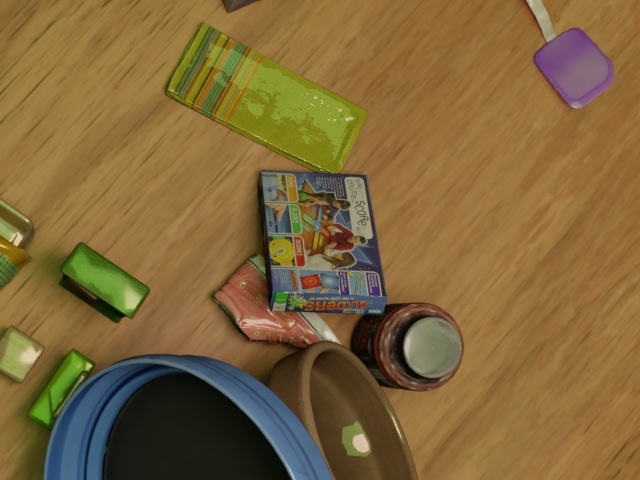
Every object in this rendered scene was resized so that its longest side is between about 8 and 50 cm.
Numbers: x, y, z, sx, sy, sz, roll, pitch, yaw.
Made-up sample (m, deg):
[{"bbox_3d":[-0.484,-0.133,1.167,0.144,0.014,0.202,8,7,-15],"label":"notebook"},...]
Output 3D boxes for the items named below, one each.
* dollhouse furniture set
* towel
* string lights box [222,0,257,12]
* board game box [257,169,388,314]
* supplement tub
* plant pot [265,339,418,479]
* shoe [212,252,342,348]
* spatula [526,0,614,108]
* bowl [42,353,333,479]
[{"bbox_3d":[-0.377,0.057,1.826,0.301,0.151,0.197,34,80,-6],"label":"dollhouse furniture set"},{"bbox_3d":[-0.064,-0.171,1.973,0.237,0.021,0.102,27,81,-8],"label":"towel"},{"bbox_3d":[-0.105,-0.426,1.959,0.133,0.077,0.260,-25,90,-11],"label":"string lights box"},{"bbox_3d":[0.000,0.000,1.904,0.136,0.035,0.201,3,46,-10],"label":"board game box"},{"bbox_3d":[0.106,0.124,1.887,0.106,0.198,0.106,1,86,-12],"label":"supplement tub"},{"bbox_3d":[-0.042,0.275,1.822,0.229,0.263,0.263,-26,90,19],"label":"plant pot"},{"bbox_3d":[-0.048,0.105,1.932,0.081,0.063,0.178,-42,88,-10],"label":"shoe"},{"bbox_3d":[0.269,-0.306,2.043,0.084,0.030,0.296,-34,91,-13],"label":"spatula"},{"bbox_3d":[-0.135,0.307,1.720,0.077,0.391,0.391,-17,88,-51],"label":"bowl"}]
